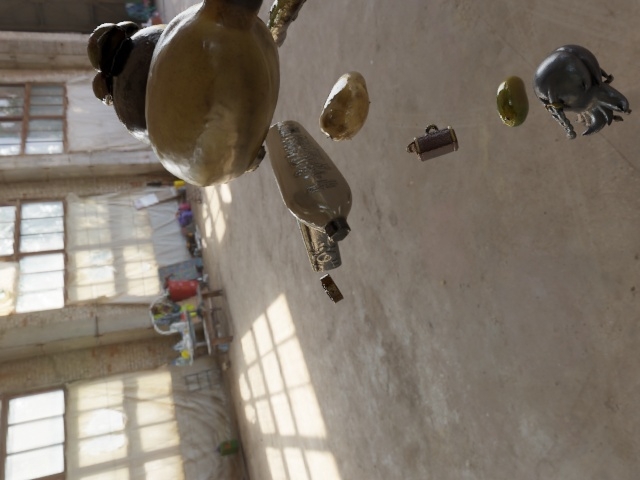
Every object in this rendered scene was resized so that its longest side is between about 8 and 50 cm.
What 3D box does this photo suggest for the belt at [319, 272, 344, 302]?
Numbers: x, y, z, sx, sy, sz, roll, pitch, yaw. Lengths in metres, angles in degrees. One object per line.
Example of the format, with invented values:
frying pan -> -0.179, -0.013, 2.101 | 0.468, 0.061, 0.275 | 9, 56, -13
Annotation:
belt -> 0.030, 0.133, 1.389 | 0.083, 0.036, 0.059 | 58, 177, 3

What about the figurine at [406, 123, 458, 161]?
figurine -> 0.339, -0.307, 1.547 | 0.082, 0.155, 0.098 | 20, -123, -71

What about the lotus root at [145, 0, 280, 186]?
lotus root -> -0.128, -0.205, 0.629 | 0.309, 0.183, 0.182 | 117, 143, -47

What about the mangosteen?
mangosteen -> -0.487, -0.488, 1.504 | 0.382, 0.435, 0.382 | -47, 13, 14

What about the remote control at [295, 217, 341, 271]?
remote control -> 0.000, 0.000, 1.570 | 0.377, 0.107, 0.044 | 76, -175, -61

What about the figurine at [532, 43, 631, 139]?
figurine -> 0.688, -0.389, 1.330 | 0.265, 0.197, 0.175 | 49, 140, 8

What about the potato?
potato -> 0.075, -0.385, 1.470 | 0.161, 0.128, 0.234 | -33, 41, 34

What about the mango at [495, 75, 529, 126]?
mango -> 0.625, -0.460, 1.644 | 0.086, 0.122, 0.190 | -32, 49, 54

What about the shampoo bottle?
shampoo bottle -> -0.018, -0.107, 0.918 | 0.256, 0.127, 0.078 | 62, 152, 28

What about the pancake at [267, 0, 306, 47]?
pancake -> -0.039, -0.654, 1.300 | 0.426, 0.067, 0.304 | -48, 10, 43
